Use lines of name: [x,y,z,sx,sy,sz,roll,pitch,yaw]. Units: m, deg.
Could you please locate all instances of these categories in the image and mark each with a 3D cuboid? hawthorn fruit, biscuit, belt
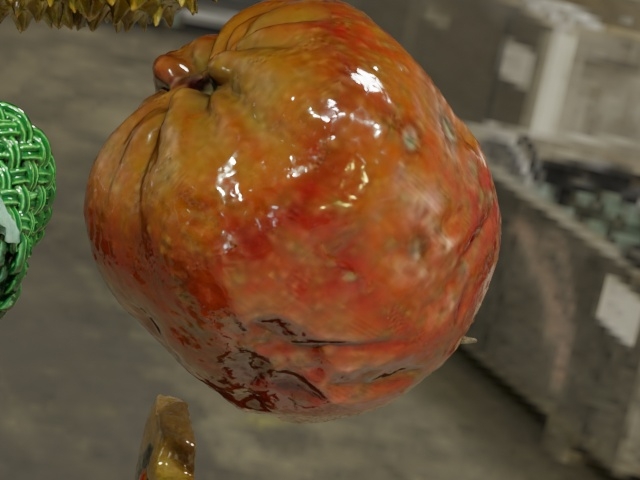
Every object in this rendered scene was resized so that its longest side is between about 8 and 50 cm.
hawthorn fruit: [-0.015,-0.015,1.231,0.258,0.262,0.258,-11,15,3]
biscuit: [-0.121,0.250,1.444,0.043,0.278,0.302,5,54,-10]
belt: [-0.189,-0.009,0.920,0.121,0.151,0.079,36,46,-18]

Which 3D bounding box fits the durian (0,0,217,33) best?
durian: [-0.147,-0.201,1.355,0.249,0.183,0.138,-1,-33,36]
